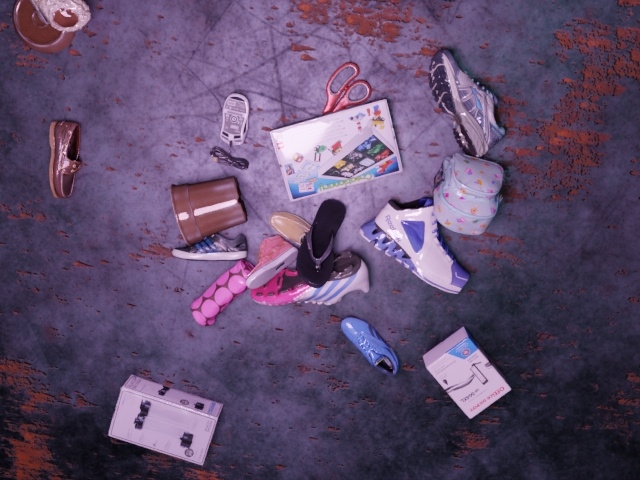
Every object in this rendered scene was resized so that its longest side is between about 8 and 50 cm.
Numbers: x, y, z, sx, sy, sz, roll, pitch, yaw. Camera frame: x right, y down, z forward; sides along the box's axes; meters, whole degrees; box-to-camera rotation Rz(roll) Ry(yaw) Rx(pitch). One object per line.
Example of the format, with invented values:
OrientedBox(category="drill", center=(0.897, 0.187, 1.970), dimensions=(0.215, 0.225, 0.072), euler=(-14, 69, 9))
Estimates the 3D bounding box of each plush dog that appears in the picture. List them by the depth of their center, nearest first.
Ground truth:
OrientedBox(category="plush dog", center=(-0.611, -0.657, 1.436), dimensions=(0.225, 0.210, 0.262), euler=(-37, 122, -17))

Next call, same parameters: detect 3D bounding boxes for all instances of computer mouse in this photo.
OrientedBox(category="computer mouse", center=(-0.223, -0.287, 1.569), dimensions=(0.106, 0.042, 0.193), euler=(16, 109, 3))

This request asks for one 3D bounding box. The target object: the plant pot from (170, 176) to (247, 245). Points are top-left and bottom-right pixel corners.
OrientedBox(category="plant pot", center=(-0.285, -0.088, 1.566), dimensions=(0.165, 0.167, 0.167), euler=(-16, 103, -3))

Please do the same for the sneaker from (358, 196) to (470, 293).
OrientedBox(category="sneaker", center=(0.277, -0.009, 1.571), dimensions=(0.315, 0.127, 0.182), euler=(32, 105, -4))

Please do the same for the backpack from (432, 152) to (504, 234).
OrientedBox(category="backpack", center=(0.366, -0.114, 1.493), dimensions=(0.165, 0.144, 0.189), euler=(17, 59, -3))

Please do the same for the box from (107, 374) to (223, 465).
OrientedBox(category="box", center=(-0.449, 0.521, 1.748), dimensions=(0.289, 0.087, 0.169), euler=(17, 104, -2))

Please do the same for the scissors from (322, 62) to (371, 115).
OrientedBox(category="scissors", center=(0.008, -0.325, 1.562), dimensions=(0.109, 0.021, 0.297), euler=(42, 103, -13))

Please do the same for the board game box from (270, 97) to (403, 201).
OrientedBox(category="board game box", center=(0.042, -0.233, 1.553), dimensions=(0.305, 0.053, 0.193), euler=(-15, 108, 4))

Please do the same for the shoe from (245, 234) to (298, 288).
OrientedBox(category="shoe", center=(-0.147, 0.054, 1.592), dimensions=(0.081, 0.178, 0.063), euler=(40, 147, 22))

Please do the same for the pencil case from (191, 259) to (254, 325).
OrientedBox(category="pencil case", center=(-0.256, 0.142, 1.637), dimensions=(0.209, 0.098, 0.095), euler=(-39, 55, 18))

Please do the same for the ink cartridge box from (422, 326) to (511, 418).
OrientedBox(category="ink cartridge box", center=(0.409, 0.369, 1.678), dimensions=(0.148, 0.086, 0.203), euler=(-40, 98, 10))

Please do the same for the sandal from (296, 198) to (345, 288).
OrientedBox(category="sandal", center=(-0.001, -0.001, 1.546), dimensions=(0.097, 0.054, 0.255), euler=(13, 65, 1))

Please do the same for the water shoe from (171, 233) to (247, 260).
OrientedBox(category="water shoe", center=(-0.301, 0.015, 1.638), dimensions=(0.203, 0.073, 0.080), euler=(1, 85, -4))

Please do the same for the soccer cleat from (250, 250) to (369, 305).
OrientedBox(category="soccer cleat", center=(-0.023, 0.134, 1.627), dimensions=(0.331, 0.116, 0.143), euler=(-15, 132, 16))

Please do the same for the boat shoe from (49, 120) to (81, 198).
OrientedBox(category="boat shoe", center=(-0.670, -0.211, 1.586), dimensions=(0.073, 0.073, 0.207), euler=(5, 104, 3))

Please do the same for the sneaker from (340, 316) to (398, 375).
OrientedBox(category="sneaker", center=(0.140, 0.294, 1.674), dimensions=(0.209, 0.082, 0.069), euler=(44, 103, -6))

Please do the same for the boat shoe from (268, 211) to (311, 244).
OrientedBox(category="boat shoe", center=(-0.052, -0.019, 1.609), dimensions=(0.189, 0.072, 0.068), euler=(25, 103, -4))

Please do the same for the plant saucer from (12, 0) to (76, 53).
OrientedBox(category="plant saucer", center=(-0.707, -0.564, 1.526), dimensions=(0.168, 0.029, 0.169), euler=(1, 103, 3))

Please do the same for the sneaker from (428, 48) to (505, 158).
OrientedBox(category="sneaker", center=(0.370, -0.354, 1.511), dimensions=(0.122, 0.110, 0.283), euler=(-30, 104, -9))
